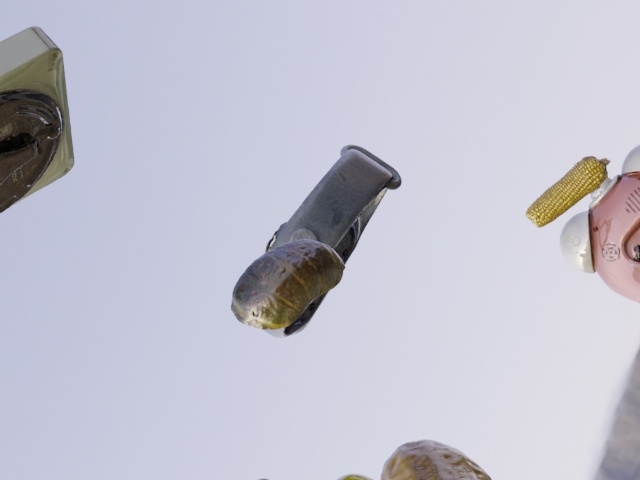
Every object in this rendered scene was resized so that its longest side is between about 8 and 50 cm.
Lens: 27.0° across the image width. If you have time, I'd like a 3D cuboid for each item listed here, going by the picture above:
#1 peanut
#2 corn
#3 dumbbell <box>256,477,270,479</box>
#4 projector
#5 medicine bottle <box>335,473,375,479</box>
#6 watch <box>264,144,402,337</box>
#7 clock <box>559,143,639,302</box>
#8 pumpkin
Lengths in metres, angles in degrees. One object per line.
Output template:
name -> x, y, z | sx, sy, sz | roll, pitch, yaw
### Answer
peanut -> 0.132, 0.258, 1.239 | 0.108, 0.226, 0.095 | 15, -79, -26
corn -> 0.209, -0.042, 1.121 | 0.083, 0.027, 0.028 | -40, -34, 8
dumbbell -> -0.090, 0.272, 1.301 | 0.052, 0.118, 0.046 | 55, -154, -23
projector -> -0.410, -0.101, 1.568 | 0.259, 0.079, 0.257 | -34, -22, -23
medicine bottle -> -0.022, 0.285, 1.039 | 0.212, 0.122, 0.121 | -32, -37, -26
watch -> 0.000, 0.000, 1.285 | 0.206, 0.068, 0.193 | -54, -5, -24
clock -> 0.348, -0.008, 1.399 | 0.166, 0.162, 0.093 | -50, -18, 10
pumpkin -> -0.022, 0.021, 0.864 | 0.083, 0.050, 0.028 | -37, -38, -28
